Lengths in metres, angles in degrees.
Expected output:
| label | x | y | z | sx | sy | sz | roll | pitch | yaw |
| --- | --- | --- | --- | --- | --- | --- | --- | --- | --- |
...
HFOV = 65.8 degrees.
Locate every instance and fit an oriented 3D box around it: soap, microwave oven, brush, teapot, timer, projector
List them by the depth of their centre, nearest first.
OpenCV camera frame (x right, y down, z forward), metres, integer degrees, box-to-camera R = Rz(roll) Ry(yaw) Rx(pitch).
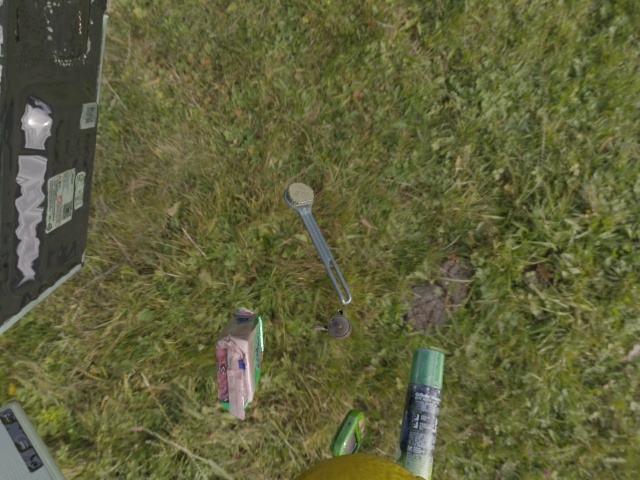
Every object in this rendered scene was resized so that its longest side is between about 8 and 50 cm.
| label | x | y | z | sx | sy | sz | roll | pitch | yaw |
| --- | --- | --- | --- | --- | --- | --- | --- | --- | --- |
| microwave oven | -0.324 | -0.098 | 0.408 | 0.237 | 0.181 | 0.295 | 14 | 110 | -3 |
| projector | -0.476 | 0.367 | 0.705 | 0.242 | 0.163 | 0.177 | 34 | 41 | 33 |
| brush | 0.000 | 0.000 | 0.954 | 0.062 | 0.027 | 0.266 | -15 | 68 | -30 |
| timer | 0.072 | 0.505 | 1.265 | 0.047 | 0.140 | 0.128 | 18 | 51 | 27 |
| soap | -0.211 | 0.307 | 1.300 | 0.098 | 0.273 | 0.218 | 1 | 95 | -1 |
| teapot | 0.033 | 0.240 | 1.401 | 0.110 | 0.080 | 0.085 | -3 | 66 | 7 |

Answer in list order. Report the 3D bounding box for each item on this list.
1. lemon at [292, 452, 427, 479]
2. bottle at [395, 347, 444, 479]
| label | x | y | z | sx | sy | sz | roll | pitch | yaw |
| --- | --- | --- | --- | --- | --- | --- | --- | --- | --- |
| lemon | 0.046 | 0.386 | 0.608 | 0.253 | 0.228 | 0.228 | -22 | 87 | -12 |
| bottle | 0.264 | 0.453 | 1.295 | 0.093 | 0.093 | 0.330 | 15 | 70 | -4 |
